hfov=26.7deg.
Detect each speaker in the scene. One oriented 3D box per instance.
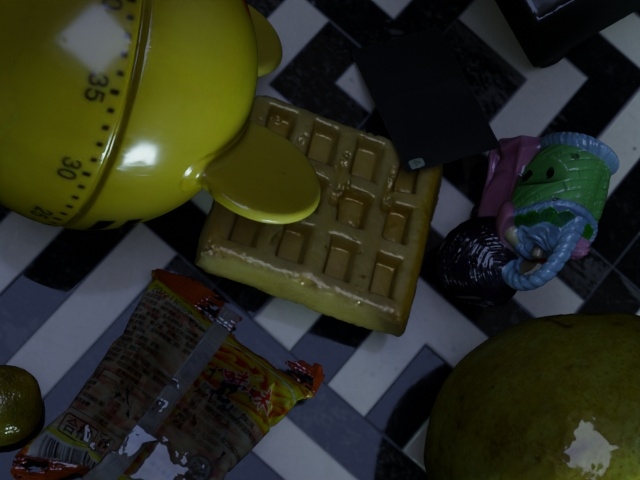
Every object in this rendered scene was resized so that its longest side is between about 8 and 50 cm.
[{"bbox_3d":[0.296,-0.333,1.516,0.232,0.254,0.184,-29,82,5],"label":"speaker"}]

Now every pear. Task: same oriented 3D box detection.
[{"bbox_3d":[0.268,0.211,1.386,0.303,0.304,0.304,2,76,-9],"label":"pear"}]

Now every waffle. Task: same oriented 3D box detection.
[{"bbox_3d":[0.006,-0.030,1.495,0.247,0.055,0.221,19,59,-6],"label":"waffle"}]

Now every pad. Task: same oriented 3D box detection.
[{"bbox_3d":[0.119,-0.165,1.560,0.116,0.004,0.193,-15,58,-11],"label":"pad"}]

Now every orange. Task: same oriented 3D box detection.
[{"bbox_3d":[-0.335,0.172,1.397,0.095,0.085,0.085,-18,80,-24],"label":"orange"}]

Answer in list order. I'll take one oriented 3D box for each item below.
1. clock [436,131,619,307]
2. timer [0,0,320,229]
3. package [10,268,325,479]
[{"bbox_3d":[0.223,-0.019,1.490,0.100,0.194,0.196,36,73,-25],"label":"clock"},{"bbox_3d":[-0.195,-0.166,1.388,0.386,0.376,0.376,11,74,-28],"label":"timer"},{"bbox_3d":[-0.154,0.186,1.416,0.223,0.108,0.288,36,71,-2],"label":"package"}]
